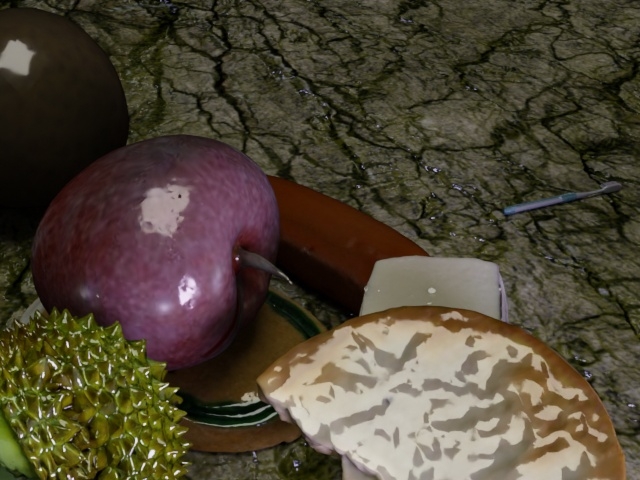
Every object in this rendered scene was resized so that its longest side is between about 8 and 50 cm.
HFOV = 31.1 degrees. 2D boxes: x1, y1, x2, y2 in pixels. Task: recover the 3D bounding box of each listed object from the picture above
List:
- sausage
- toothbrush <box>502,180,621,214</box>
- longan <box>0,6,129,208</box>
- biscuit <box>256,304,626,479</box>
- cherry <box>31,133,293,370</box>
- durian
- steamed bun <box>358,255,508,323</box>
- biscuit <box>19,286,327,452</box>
[{"bbox_3d":[0.000,0.000,1.306,0.097,0.094,0.348,-27,43,-36],"label":"sausage"},{"bbox_3d":[0.303,-0.054,1.442,0.167,0.011,0.014,-13,33,-16],"label":"toothbrush"},{"bbox_3d":[-0.354,-0.152,1.393,0.258,0.258,0.258,-1,36,0],"label":"longan"},{"bbox_3d":[0.113,0.151,0.899,0.204,0.040,0.309,-37,52,-22],"label":"biscuit"},{"bbox_3d":[-0.147,0.008,1.102,0.285,0.213,0.236,9,27,31],"label":"cherry"},{"bbox_3d":[-0.203,0.173,0.963,0.176,0.237,0.200,-12,32,-27],"label":"durian"},{"bbox_3d":[0.097,0.144,1.043,0.146,0.164,0.241,3,51,7],"label":"steamed bun"},{"bbox_3d":[-0.165,0.119,1.177,0.344,0.057,0.287,20,41,26],"label":"biscuit"}]
